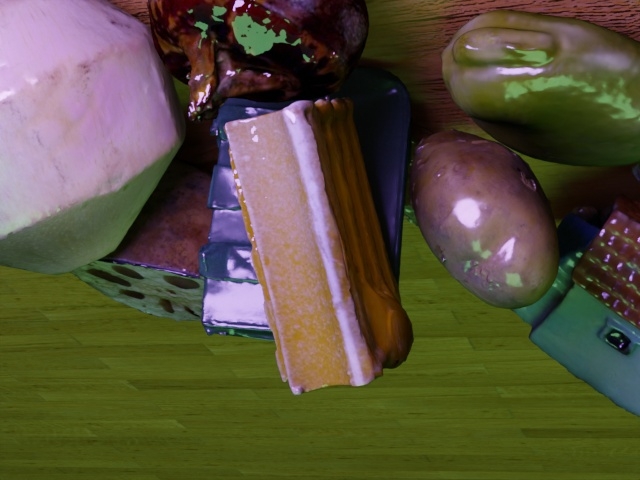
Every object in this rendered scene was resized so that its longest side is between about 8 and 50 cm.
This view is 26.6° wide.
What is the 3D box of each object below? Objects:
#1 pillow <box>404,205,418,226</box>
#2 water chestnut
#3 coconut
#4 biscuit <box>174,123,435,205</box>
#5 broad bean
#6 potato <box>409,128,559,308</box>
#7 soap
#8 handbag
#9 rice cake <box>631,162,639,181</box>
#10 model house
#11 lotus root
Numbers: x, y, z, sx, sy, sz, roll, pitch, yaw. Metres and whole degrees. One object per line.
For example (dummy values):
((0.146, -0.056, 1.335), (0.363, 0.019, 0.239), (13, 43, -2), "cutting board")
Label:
((0.151, -0.053, 1.867), (0.211, 0.034, 0.135), (23, 152, -28), "pillow")
((-0.071, -0.216, 1.351), (0.223, 0.238, 0.224), (13, 163, 4), "water chestnut")
((-0.320, -0.123, 1.520), (0.352, 0.353, 0.353), (5, 155, 2), "coconut")
((-0.025, -0.089, 1.792), (0.432, 0.064, 0.283), (-12, 140, 32), "biscuit")
((0.267, -0.164, 1.491), (0.291, 0.119, 0.238), (17, 160, -15), "broad bean")
((0.185, -0.038, 1.538), (0.191, 0.296, 0.141), (41, 101, -20), "potato")
((0.000, 0.000, 1.380), (0.143, 0.281, 0.259), (-11, -176, 10), "soap")
((-0.016, -0.043, 1.585), (0.238, 0.327, 0.089), (5, 170, 2), "handbag")
((0.510, -0.087, 1.700), (0.211, 0.038, 0.124), (-15, 148, 38), "rice cake")
((0.443, 0.040, 1.725), (0.295, 0.252, 0.329), (35, 156, 8), "model house")
((-0.188, -0.003, 1.741), (0.272, 0.192, 0.272), (8, 156, 4), "lotus root")
